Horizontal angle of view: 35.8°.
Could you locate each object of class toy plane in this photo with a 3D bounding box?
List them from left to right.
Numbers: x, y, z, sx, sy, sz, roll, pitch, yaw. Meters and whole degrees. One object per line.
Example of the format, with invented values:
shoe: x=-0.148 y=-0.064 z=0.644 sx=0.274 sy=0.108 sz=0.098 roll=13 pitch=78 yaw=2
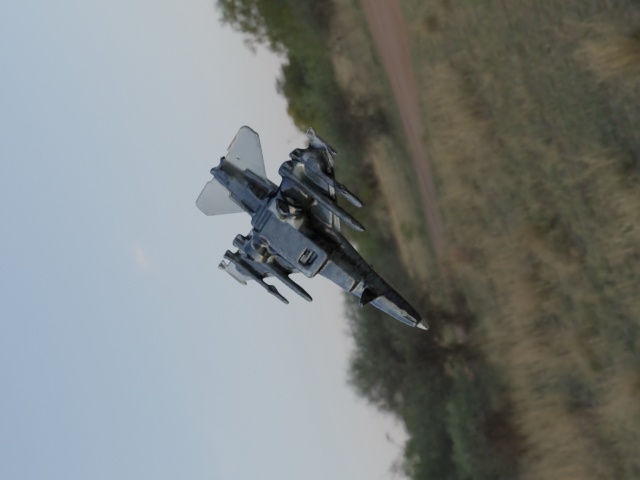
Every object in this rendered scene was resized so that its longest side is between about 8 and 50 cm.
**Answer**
toy plane: x=-0.012 y=0.000 z=0.803 sx=0.234 sy=0.160 sz=0.082 roll=44 pitch=-150 yaw=15
